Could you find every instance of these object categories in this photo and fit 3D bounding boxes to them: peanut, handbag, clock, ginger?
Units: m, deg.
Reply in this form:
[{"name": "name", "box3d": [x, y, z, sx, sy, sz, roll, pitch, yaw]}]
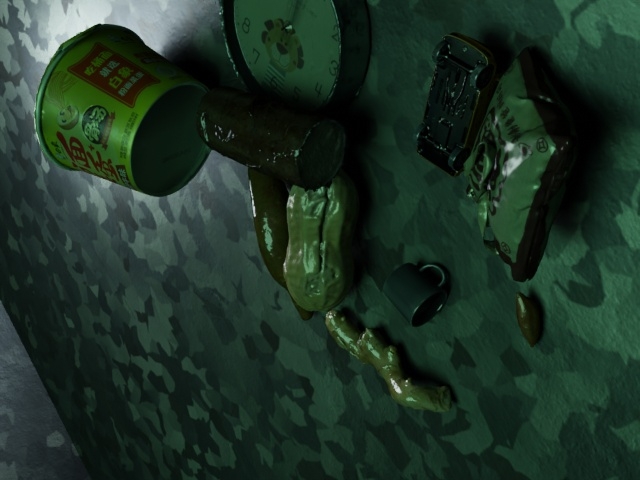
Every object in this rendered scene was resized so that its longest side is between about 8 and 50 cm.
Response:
[{"name": "peanut", "box3d": [0.000, 0.000, 1.555, 0.130, 0.130, 0.290, 28, 127, 38]}, {"name": "handbag", "box3d": [0.262, -0.099, 1.186, 0.213, 0.127, 0.235, -103, 14, -46]}, {"name": "clock", "box3d": [-0.049, -0.343, 1.484, 0.312, 0.061, 0.313, 27, 129, 40]}, {"name": "ginger", "box3d": [0.110, 0.207, 1.589, 0.288, 0.075, 0.089, 35, 128, 38]}]

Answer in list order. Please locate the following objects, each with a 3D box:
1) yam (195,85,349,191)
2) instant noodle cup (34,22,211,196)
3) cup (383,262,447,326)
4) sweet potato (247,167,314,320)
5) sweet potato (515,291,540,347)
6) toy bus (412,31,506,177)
[{"name": "yam", "box3d": [-0.082, -0.165, 1.473, 0.279, 0.131, 0.131, 23, 126, 43]}, {"name": "instant noodle cup", "box3d": [-0.351, -0.232, 1.732, 0.221, 0.311, 0.311, 27, 129, 26]}, {"name": "cup", "box3d": [0.156, 0.076, 1.464, 0.100, 0.078, 0.077, -51, 60, 13]}, {"name": "sweet potato", "box3d": [-0.070, -0.006, 1.667, 0.079, 0.108, 0.346, -12, 102, 16]}, {"name": "sweet potato", "box3d": [0.304, 0.115, 1.337, 0.034, 0.034, 0.095, 10, 127, 47]}, {"name": "toy bus", "box3d": [0.195, -0.190, 1.257, 0.083, 0.088, 0.195, 40, 137, 31]}]
